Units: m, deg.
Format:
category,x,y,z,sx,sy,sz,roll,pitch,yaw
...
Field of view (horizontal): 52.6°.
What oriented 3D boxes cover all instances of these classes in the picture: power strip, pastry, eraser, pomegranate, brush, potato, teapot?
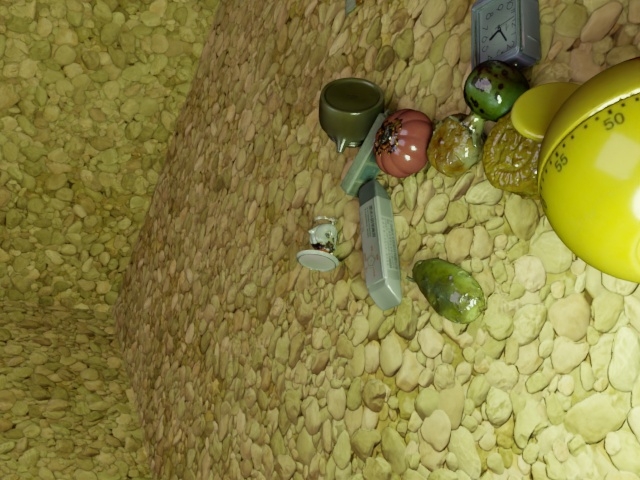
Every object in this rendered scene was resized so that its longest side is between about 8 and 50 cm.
category,x,y,z,sx,sy,sz,roll,pitch,yaw
power strip,0.143,-0.233,1.798,0.272,0.078,0.052,-61,42,25
pastry,0.425,-0.177,1.314,0.188,0.103,0.189,-24,61,52
eraser,0.155,0.008,1.720,0.089,0.061,0.352,-33,53,50
pomegranate,0.368,-0.306,1.399,0.169,0.148,0.149,-56,38,45
brush,0.170,-0.810,2.005,0.314,0.017,0.090,-21,62,52
potato,0.282,0.106,1.458,0.225,0.090,0.117,39,109,51
pastry,0.316,-0.224,1.524,0.153,0.081,0.153,-11,76,48
teapot,0.090,-0.352,1.851,0.175,0.185,0.268,93,-165,-47

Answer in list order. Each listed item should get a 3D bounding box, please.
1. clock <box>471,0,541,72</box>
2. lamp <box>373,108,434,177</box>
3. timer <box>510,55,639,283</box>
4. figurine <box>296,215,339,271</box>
category,x,y,z,sx,sy,sz,roll,pitch,yaw
clock,0.414,-0.468,1.455,0.144,0.073,0.194,-19,64,55
lamp,0.206,-0.250,1.651,0.182,0.140,0.182,-35,48,49
timer,0.502,-0.133,0.987,0.376,0.376,0.387,-46,29,41
figurine,0.000,0.000,1.928,0.132,0.132,0.154,-27,45,51
